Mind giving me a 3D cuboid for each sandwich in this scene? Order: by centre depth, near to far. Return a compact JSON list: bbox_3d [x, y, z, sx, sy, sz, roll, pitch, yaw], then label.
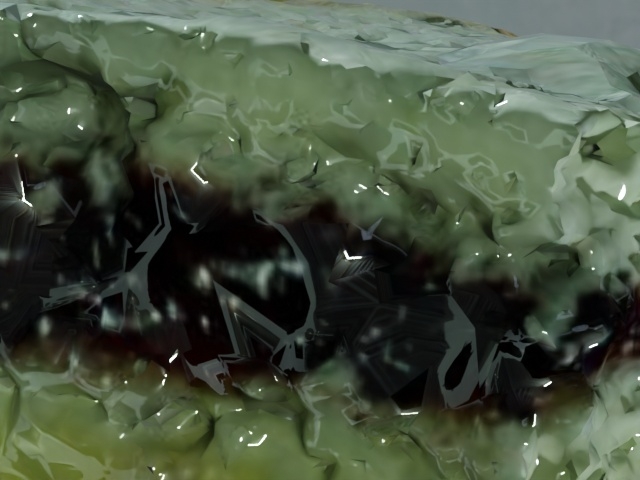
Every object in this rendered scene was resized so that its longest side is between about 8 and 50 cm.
[{"bbox_3d":[0.000,0.000,0.468,0.262,0.131,0.325,4,12,-21],"label":"sandwich"}]
